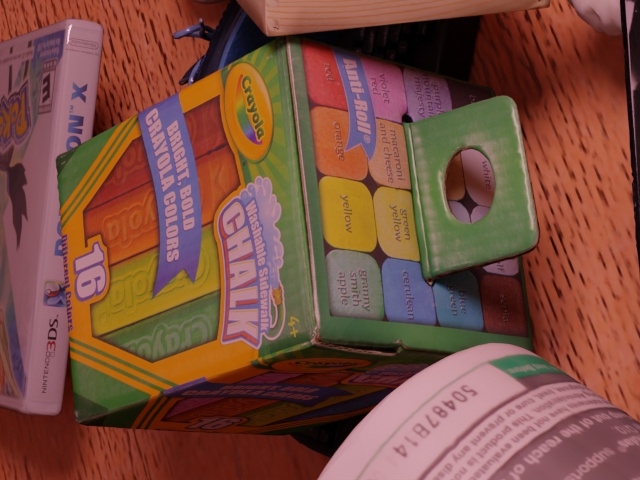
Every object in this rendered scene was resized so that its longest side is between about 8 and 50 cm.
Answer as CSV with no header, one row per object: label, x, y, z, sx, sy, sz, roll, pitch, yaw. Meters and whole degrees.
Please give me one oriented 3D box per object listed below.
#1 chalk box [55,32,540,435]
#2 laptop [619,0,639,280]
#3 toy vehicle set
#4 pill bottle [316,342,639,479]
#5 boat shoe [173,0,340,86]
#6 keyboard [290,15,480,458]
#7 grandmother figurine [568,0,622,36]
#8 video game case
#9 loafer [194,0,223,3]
chalk box,0.000,0.000,0.952,0.289,0.179,0.180,-24,66,44
laptop,0.286,-0.031,0.723,0.136,0.264,0.234,118,151,-76
toy vehicle set,0.011,-0.191,0.978,0.267,0.166,0.035,-125,31,-58
pill bottle,0.168,0.217,0.738,0.361,0.204,0.204,33,108,34
boat shoe,-0.069,-0.106,1.146,0.089,0.109,0.258,43,112,46
keyboard,0.052,-0.008,1.053,0.201,0.033,0.317,13,94,47
grandmother figurine,0.255,-0.231,0.825,0.342,0.104,0.208,-42,46,31
video game case,-0.270,-0.018,1.343,0.329,0.036,0.300,0,83,60
loafer,-0.049,-0.294,1.165,0.268,0.092,0.102,-57,48,24
